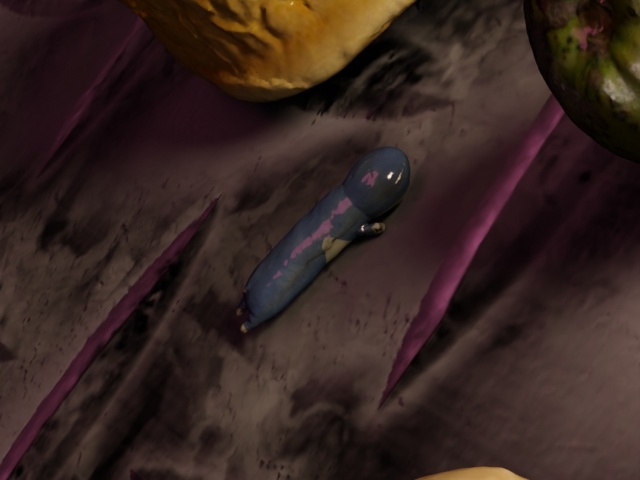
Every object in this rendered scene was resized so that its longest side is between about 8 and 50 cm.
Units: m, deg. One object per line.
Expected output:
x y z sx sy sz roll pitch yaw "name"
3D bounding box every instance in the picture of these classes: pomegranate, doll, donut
0.153 -0.108 0.682 0.138 0.126 0.163 -31 33 55 "pomegranate"
0.000 0.000 0.872 0.125 0.027 0.037 -45 30 14 "doll"
-0.009 -0.241 1.014 0.330 0.160 0.330 -41 25 24 "donut"

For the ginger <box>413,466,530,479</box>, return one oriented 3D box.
0.013 0.160 0.563 0.267 0.138 0.152 -28 12 35 "ginger"
